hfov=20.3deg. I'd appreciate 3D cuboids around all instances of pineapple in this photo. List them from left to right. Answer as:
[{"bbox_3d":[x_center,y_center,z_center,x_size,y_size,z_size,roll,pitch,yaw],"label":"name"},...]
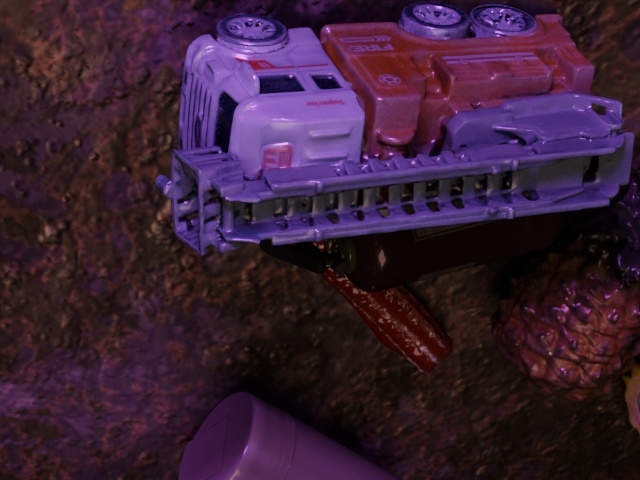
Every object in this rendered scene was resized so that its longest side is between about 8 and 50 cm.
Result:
[{"bbox_3d":[0.249,0.012,1.443,0.128,0.128,0.248,31,110,-22],"label":"pineapple"}]

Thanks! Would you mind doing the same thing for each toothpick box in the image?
[{"bbox_3d":[-0.020,0.216,1.547,0.181,0.111,0.111,31,115,-24],"label":"toothpick box"}]

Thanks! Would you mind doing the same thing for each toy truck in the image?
[{"bbox_3d":[0.044,-0.073,1.293,0.338,0.184,0.133,-6,123,-20],"label":"toy truck"}]

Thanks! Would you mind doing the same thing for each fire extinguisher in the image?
[{"bbox_3d":[0.068,-0.009,1.399,0.231,0.099,0.071,-13,121,-25],"label":"fire extinguisher"}]

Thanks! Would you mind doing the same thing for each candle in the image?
[{"bbox_3d":[0.000,0.000,1.447,0.051,0.048,0.329,-39,119,9],"label":"candle"}]

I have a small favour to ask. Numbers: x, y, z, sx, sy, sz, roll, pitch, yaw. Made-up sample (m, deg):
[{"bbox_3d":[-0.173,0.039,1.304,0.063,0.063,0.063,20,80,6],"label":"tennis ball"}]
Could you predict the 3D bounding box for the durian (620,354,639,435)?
[{"bbox_3d":[0.340,0.136,1.522,0.182,0.132,0.165,29,105,-9],"label":"durian"}]
